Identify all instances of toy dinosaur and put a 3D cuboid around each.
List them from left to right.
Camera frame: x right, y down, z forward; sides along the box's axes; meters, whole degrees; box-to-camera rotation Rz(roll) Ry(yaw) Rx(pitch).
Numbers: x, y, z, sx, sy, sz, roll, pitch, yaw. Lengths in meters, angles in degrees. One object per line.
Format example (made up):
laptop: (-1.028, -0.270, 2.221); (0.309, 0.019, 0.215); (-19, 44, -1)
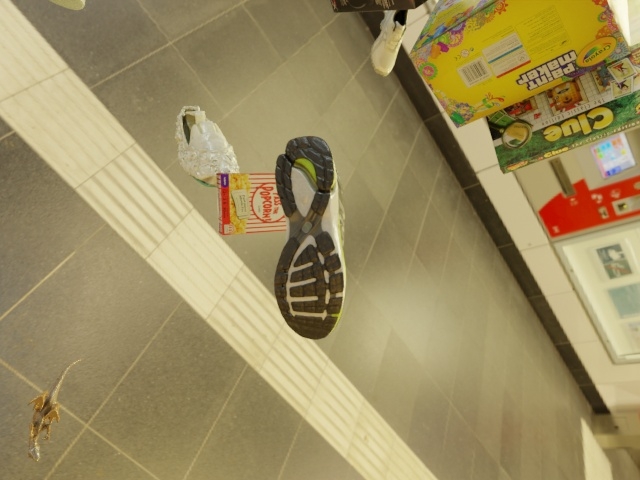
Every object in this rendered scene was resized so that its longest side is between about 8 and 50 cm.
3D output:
toy dinosaur: (-0.556, 0.331, 0.921); (0.064, 0.112, 0.212); (26, 61, -22)

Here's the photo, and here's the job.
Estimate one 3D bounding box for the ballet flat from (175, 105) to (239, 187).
ballet flat: (-0.327, -0.275, 1.231); (0.147, 0.147, 0.409); (32, 10, -39)

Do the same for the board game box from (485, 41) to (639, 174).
board game box: (0.425, -0.220, 0.773); (0.030, 0.259, 0.136); (25, 52, -50)

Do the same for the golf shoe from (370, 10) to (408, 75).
golf shoe: (0.176, -0.507, 1.133); (0.069, 0.086, 0.176); (12, 89, -16)

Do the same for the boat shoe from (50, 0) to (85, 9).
boat shoe: (-0.522, -0.515, 0.834); (0.183, 0.065, 0.083); (21, 68, -49)

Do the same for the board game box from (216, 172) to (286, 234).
board game box: (-0.155, -0.094, 1.117); (0.193, 0.045, 0.147); (-6, 102, -25)

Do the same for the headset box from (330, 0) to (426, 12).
headset box: (0.123, -0.614, 0.954); (0.110, 0.293, 0.218); (-42, 130, -19)

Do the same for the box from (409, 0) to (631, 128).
box: (0.354, -0.397, 0.805); (0.177, 0.290, 0.279); (46, 51, -25)

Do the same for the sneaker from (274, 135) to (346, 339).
sneaker: (0.000, 0.000, 0.696); (0.121, 0.111, 0.300); (6, 86, -71)
